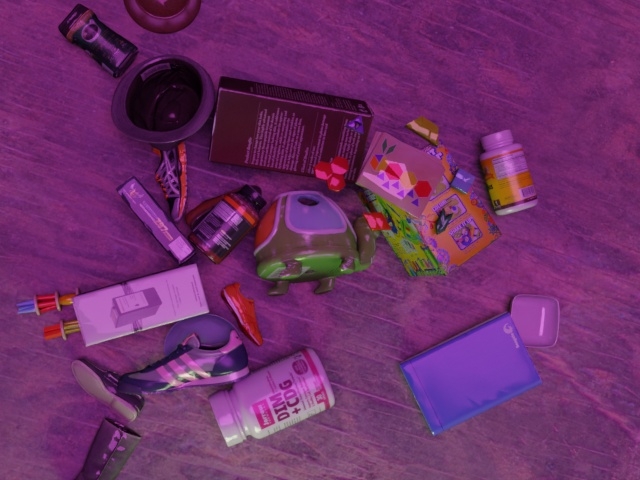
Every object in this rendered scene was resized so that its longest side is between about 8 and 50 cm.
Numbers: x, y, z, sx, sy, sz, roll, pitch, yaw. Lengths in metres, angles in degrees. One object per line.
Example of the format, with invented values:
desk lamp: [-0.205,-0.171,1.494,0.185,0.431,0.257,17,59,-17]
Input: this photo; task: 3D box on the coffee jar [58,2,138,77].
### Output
coffee jar: [-0.551,-0.496,1.876,0.184,0.079,0.096,39,84,-7]

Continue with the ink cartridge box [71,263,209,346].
ink cartridge box: [-0.422,0.147,1.804,0.289,0.211,0.121,-15,92,-9]

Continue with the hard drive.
hard drive: [0.395,0.350,1.997,0.319,0.040,0.210,-26,92,0]

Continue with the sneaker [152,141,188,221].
sneaker: [-0.373,-0.149,1.894,0.083,0.084,0.215,-3,77,-11]

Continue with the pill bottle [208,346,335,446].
pill bottle: [-0.121,0.389,1.870,0.283,0.160,0.160,-23,91,-10]

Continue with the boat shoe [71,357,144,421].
boat shoe: [-0.521,0.356,1.863,0.206,0.075,0.065,41,38,-1]

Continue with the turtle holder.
turtle holder: [-0.007,-0.005,1.871,0.320,0.243,0.227,-11,72,2]

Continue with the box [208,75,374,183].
box: [-0.078,-0.274,1.891,0.381,0.143,0.191,8,114,-11]

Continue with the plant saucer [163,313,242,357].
plant saucer: [-0.290,0.261,1.888,0.195,0.037,0.195,-2,113,-6]

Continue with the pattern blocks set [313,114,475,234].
pattern blocks set: [0.178,-0.152,1.723,0.325,0.026,0.285,38,81,-5]

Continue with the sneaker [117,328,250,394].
sneaker: [-0.336,0.290,1.830,0.319,0.112,0.131,-9,96,-7]

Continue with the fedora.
fedora: [-0.375,-0.318,1.854,0.244,0.124,0.275,3,63,2]

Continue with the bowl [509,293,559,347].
bowl: [0.572,0.218,2.057,0.142,0.053,0.142,6,86,-10]

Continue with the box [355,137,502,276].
box: [0.258,-0.071,1.893,0.177,0.290,0.279,-34,93,-10]

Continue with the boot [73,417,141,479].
boot: [-0.500,0.566,1.847,0.190,0.076,0.208,34,75,-9]

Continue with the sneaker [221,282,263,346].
sneaker: [-0.185,0.187,1.920,0.067,0.064,0.175,-29,95,-20]

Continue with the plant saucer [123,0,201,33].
plant saucer: [-0.403,-0.630,1.931,0.199,0.036,0.198,1,86,-11]

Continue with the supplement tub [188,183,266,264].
supplement tub: [-0.221,-0.043,1.844,0.106,0.106,0.198,44,83,-6]

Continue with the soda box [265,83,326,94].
soda box: [-0.075,-0.363,1.965,0.169,0.060,0.053,8,85,-9]

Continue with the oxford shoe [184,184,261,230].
oxford shoe: [-0.248,-0.094,1.920,0.212,0.076,0.076,-27,130,-24]

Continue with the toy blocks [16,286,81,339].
toy blocks: [-0.651,0.186,1.838,0.148,0.054,0.123,-11,89,-10]

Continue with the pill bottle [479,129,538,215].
pill bottle: [0.498,-0.183,2.030,0.117,0.117,0.215,-16,90,-10]

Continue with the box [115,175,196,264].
box: [-0.393,-0.043,1.830,0.059,0.183,0.232,-39,94,-10]
